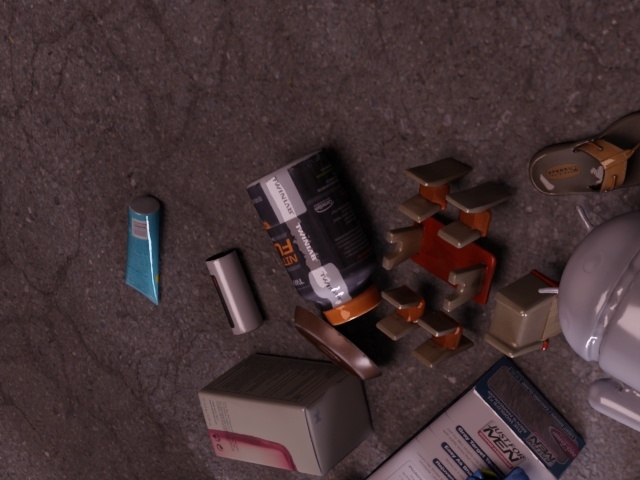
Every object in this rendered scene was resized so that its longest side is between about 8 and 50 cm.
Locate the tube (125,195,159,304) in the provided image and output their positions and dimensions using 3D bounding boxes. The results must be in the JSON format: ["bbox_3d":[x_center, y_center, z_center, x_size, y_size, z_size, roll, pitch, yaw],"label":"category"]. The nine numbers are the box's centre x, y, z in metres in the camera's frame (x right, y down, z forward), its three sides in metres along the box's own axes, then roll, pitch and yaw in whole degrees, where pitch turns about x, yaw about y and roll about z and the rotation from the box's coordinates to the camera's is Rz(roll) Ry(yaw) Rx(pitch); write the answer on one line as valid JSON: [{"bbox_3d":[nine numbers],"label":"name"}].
[{"bbox_3d":[-0.311,0.019,2.081,0.080,0.052,0.207,35,135,28],"label":"tube"}]

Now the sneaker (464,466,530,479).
[{"bbox_3d":[0.216,0.361,1.657,0.209,0.069,0.082,-26,76,46],"label":"sneaker"}]

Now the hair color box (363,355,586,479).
[{"bbox_3d":[0.211,0.340,1.759,0.174,0.105,0.347,48,133,8],"label":"hair color box"}]

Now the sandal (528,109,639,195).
[{"bbox_3d":[0.342,-0.098,1.461,0.219,0.060,0.090,-11,104,43],"label":"sandal"}]

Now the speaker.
[{"bbox_3d":[-0.142,0.084,1.964,0.055,0.055,0.136,-10,105,43],"label":"speaker"}]

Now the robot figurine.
[{"bbox_3d":[0.427,0.096,1.389,0.353,0.200,0.300,32,105,24],"label":"robot figurine"}]

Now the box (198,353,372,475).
[{"bbox_3d":[-0.057,0.278,1.924,0.232,0.149,0.126,3,114,40],"label":"box"}]

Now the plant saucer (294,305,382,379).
[{"bbox_3d":[0.021,0.163,1.815,0.168,0.029,0.168,37,170,8],"label":"plant saucer"}]

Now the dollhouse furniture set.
[{"bbox_3d":[0.216,0.048,1.622,0.259,0.135,0.262,35,131,36],"label":"dollhouse furniture set"}]

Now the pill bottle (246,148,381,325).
[{"bbox_3d":[0.000,0.000,1.749,0.130,0.130,0.245,-23,96,44],"label":"pill bottle"}]
